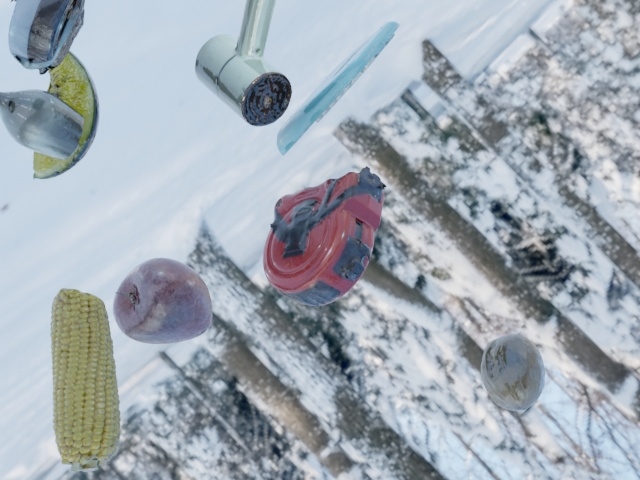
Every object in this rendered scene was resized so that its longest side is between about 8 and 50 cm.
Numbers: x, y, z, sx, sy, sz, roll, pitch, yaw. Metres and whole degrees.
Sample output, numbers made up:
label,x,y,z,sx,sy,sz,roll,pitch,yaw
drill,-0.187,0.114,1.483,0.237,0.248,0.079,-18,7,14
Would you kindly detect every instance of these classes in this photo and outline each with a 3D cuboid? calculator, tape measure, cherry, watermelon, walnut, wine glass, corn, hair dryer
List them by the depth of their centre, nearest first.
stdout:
label,x,y,z,sx,sy,sz,roll,pitch,yaw
tape measure,-0.493,-0.403,1.423,0.181,0.107,0.182,122,-13,-54
tape measure,-0.001,0.000,1.561,0.253,0.114,0.260,-15,-126,43
wine glass,-0.598,-0.258,1.573,0.126,0.241,0.126,-26,-130,36
hair dryer,-0.134,-0.434,1.597,0.128,0.203,0.362,-11,131,-38
walnut,0.406,0.278,1.669,0.140,0.140,0.162,-47,-157,50
corn,-0.499,0.291,1.676,0.144,0.387,0.144,-5,168,-1
calculator,0.037,-0.336,1.708,0.386,0.054,0.256,-33,-164,53
watermelon,-0.551,-0.269,1.729,0.123,0.129,0.301,-150,-108,-70
cherry,-0.430,0.173,2.190,0.261,0.307,0.221,-42,-139,27
